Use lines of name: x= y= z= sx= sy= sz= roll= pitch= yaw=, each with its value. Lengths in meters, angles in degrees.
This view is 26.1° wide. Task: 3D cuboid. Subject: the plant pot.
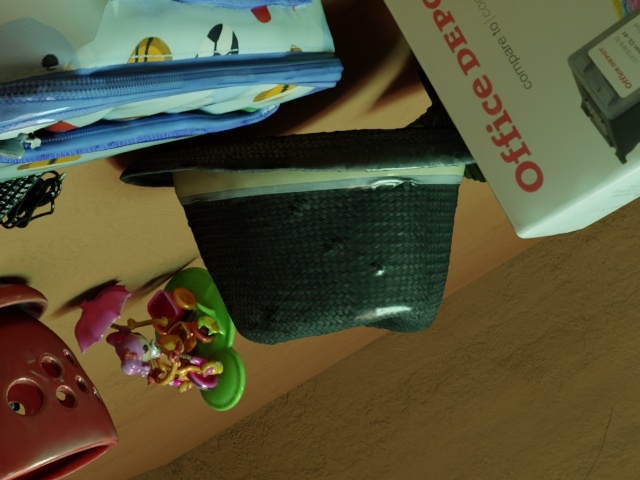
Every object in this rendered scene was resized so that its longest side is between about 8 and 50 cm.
plant pot: x=-0.303 y=0.146 z=1.241 sx=0.191 sy=0.174 sz=0.191 roll=-27 pitch=170 yaw=-5

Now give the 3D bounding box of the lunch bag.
lunch bag: x=-0.131 y=-0.079 z=0.567 sx=0.243 sy=0.114 sz=0.303 roll=-8 pitch=-174 yaw=23

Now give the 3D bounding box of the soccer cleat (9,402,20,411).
soccer cleat: x=-0.357 y=0.157 z=1.437 sx=0.179 sy=0.072 sz=0.060 roll=-27 pitch=170 yaw=-3

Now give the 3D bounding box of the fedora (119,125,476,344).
fedora: x=0.000 y=0.000 z=1.071 sx=0.334 sy=0.152 sz=0.334 roll=-3 pitch=180 yaw=0

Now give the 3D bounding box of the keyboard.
keyboard: x=-0.227 y=-0.025 z=0.990 sx=0.100 sy=0.038 sz=0.192 roll=-18 pitch=166 yaw=-44

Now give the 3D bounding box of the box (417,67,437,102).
box: x=0.192 y=-0.195 z=1.192 sx=0.191 sy=0.045 sz=0.184 roll=-25 pitch=169 yaw=-15

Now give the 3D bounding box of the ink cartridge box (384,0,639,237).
ink cartridge box: x=0.220 y=-0.169 z=0.897 sx=0.306 sy=0.226 sz=0.131 roll=-33 pitch=168 yaw=26

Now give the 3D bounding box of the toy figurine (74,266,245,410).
toy figurine: x=-0.182 y=0.107 z=1.463 sx=0.159 sy=0.173 sz=0.130 roll=3 pitch=138 yaw=-47

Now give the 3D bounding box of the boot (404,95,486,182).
boot: x=0.221 y=-0.134 z=1.235 sx=0.270 sy=0.089 sz=0.236 roll=-23 pitch=-174 yaw=-22
